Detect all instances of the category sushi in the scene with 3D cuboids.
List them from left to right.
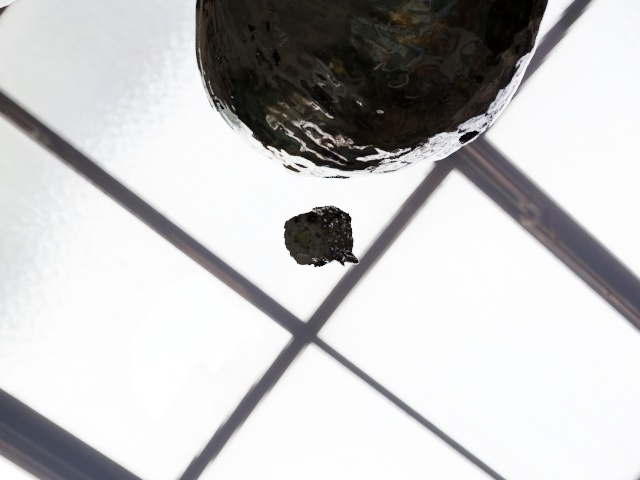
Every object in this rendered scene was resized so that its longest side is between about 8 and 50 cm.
[{"bbox_3d":[-0.001,-0.001,1.764,0.094,0.098,0.084,-7,-173,36],"label":"sushi"}]

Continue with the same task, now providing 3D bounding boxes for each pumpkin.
[{"bbox_3d":[0.048,-0.278,1.201,0.454,0.344,0.454,-167,-90,-73],"label":"pumpkin"}]

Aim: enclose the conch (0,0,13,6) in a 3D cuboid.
[{"bbox_3d":[-0.534,-0.467,1.709,0.249,0.368,0.197,3,-121,20],"label":"conch"}]
